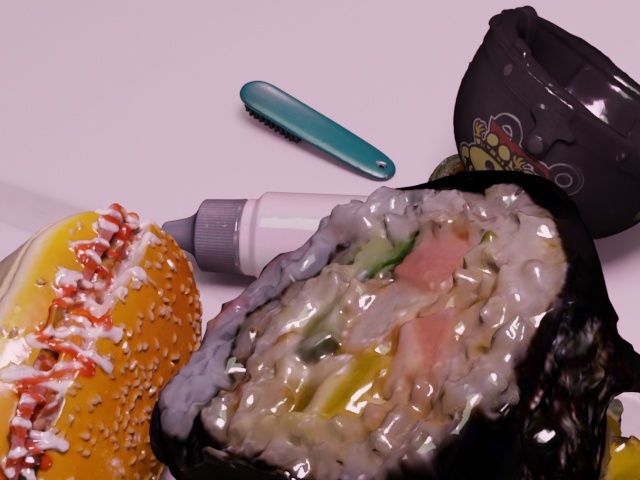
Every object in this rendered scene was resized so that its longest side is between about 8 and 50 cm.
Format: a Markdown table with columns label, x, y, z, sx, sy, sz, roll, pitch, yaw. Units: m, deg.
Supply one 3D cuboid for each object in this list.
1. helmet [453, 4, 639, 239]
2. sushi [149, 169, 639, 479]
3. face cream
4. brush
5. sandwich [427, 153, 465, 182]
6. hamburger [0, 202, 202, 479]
| label | x | y | z | sx | sy | sz | roll | pitch | yaw |
| --- | --- | --- | --- | --- | --- | --- | --- | --- | --- |
| helmet | 0.224 | -0.093 | 1.234 | 0.230 | 0.160 | 0.279 | 41 | 21 | 12 |
| sushi | 0.090 | 0.142 | 0.984 | 0.328 | 0.285 | 0.329 | -1 | 46 | 46 |
| face cream | 0.000 | 0.000 | 1.241 | 0.311 | 0.092 | 0.092 | 3 | 50 | 9 |
| brush | -0.005 | -0.110 | 1.381 | 0.193 | 0.032 | 0.043 | 33 | 56 | 16 |
| sandwich | 0.137 | -0.047 | 1.305 | 0.069 | 0.026 | 0.101 | 8 | 51 | 15 |
| hamburger | -0.196 | 0.117 | 1.088 | 0.151 | 0.227 | 0.295 | -9 | 46 | 29 |
